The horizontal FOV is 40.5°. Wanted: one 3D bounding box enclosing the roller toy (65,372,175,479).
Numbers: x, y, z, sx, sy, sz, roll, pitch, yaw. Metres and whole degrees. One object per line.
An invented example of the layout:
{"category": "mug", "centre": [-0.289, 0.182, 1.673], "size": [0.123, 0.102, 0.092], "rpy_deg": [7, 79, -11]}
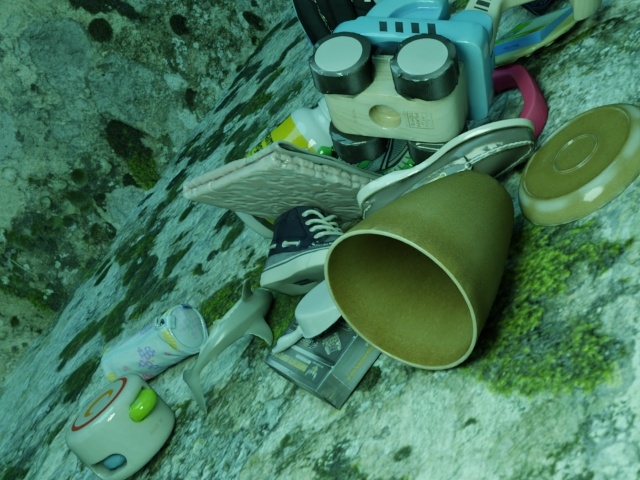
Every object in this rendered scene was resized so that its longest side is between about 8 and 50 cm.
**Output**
{"category": "roller toy", "centre": [-0.391, 0.374, 1.719], "size": [0.191, 0.146, 0.209], "rpy_deg": [-43, 15, -14]}

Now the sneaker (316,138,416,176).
{"category": "sneaker", "centre": [0.105, -0.188, 1.699], "size": [0.343, 0.146, 0.134], "rpy_deg": [-37, 26, 46]}

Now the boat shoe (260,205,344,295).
{"category": "boat shoe", "centre": [0.000, 0.000, 1.610], "size": [0.340, 0.127, 0.158], "rpy_deg": [-16, 62, 52]}

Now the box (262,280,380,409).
{"category": "box", "centre": [0.017, 0.167, 1.449], "size": [0.183, 0.056, 0.231], "rpy_deg": [-53, 23, -12]}

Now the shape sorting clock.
{"category": "shape sorting clock", "centre": [0.404, -0.389, 1.656], "size": [0.206, 0.040, 0.206], "rpy_deg": [-26, 16, 8]}

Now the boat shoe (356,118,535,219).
{"category": "boat shoe", "centre": [0.209, -0.090, 1.416], "size": [0.324, 0.116, 0.097], "rpy_deg": [-25, 59, 25]}

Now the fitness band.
{"category": "fitness band", "centre": [0.307, -0.216, 1.573], "size": [0.209, 0.054, 0.291], "rpy_deg": [-35, 26, 21]}

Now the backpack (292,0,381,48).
{"category": "backpack", "centre": [0.089, -0.529, 2.067], "size": [0.290, 0.355, 0.273], "rpy_deg": [-19, 34, 50]}

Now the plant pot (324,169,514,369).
{"category": "plant pot", "centre": [0.174, 0.015, 1.248], "size": [0.237, 0.237, 0.254], "rpy_deg": [-18, 21, 50]}

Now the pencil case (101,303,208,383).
{"category": "pencil case", "centre": [-0.373, 0.241, 1.935], "size": [0.273, 0.124, 0.114], "rpy_deg": [-32, 67, 36]}

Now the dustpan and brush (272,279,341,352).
{"category": "dustpan and brush", "centre": [-0.012, 0.126, 1.434], "size": [0.211, 0.060, 0.147], "rpy_deg": [-28, 18, 25]}

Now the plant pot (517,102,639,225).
{"category": "plant pot", "centre": [0.387, -0.122, 1.296], "size": [0.236, 0.032, 0.236], "rpy_deg": [-39, 24, 21]}

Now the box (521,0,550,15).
{"category": "box", "centre": [0.418, -0.597, 1.807], "size": [0.165, 0.143, 0.270], "rpy_deg": [-55, 15, 21]}

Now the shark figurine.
{"category": "shark figurine", "centre": [-0.156, 0.191, 1.675], "size": [0.278, 0.116, 0.166], "rpy_deg": [-50, -12, -27]}

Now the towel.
{"category": "towel", "centre": [-0.047, -0.096, 1.664], "size": [0.317, 0.331, 0.054], "rpy_deg": [-16, 67, 50]}

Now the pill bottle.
{"category": "pill bottle", "centre": [-0.049, -0.175, 1.950], "size": [0.334, 0.188, 0.188], "rpy_deg": [-41, 23, 14]}

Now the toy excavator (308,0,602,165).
{"category": "toy excavator", "centre": [0.240, -0.356, 1.501], "size": [0.432, 0.222, 0.445], "rpy_deg": [8, 58, 22]}
